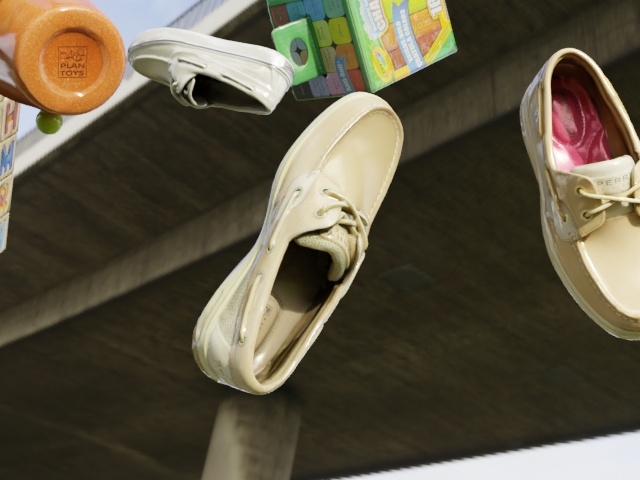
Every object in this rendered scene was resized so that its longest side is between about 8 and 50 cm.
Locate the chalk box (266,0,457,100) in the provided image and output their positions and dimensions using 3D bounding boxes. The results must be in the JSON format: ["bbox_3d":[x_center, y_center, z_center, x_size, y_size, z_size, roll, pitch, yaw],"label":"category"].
[{"bbox_3d":[0.048,-0.333,1.542,0.179,0.289,0.180,3,-63,45],"label":"chalk box"}]

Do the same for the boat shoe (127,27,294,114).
[{"bbox_3d":[-0.168,-0.227,1.363,0.268,0.088,0.096,15,-26,20],"label":"boat shoe"}]

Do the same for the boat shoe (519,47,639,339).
[{"bbox_3d":[0.152,-0.030,0.536,0.063,0.170,0.059,-15,-23,-3],"label":"boat shoe"}]

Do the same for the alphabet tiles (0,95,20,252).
[{"bbox_3d":[-0.432,-0.043,1.179,0.011,0.285,0.342,14,-69,2],"label":"alphabet tiles"}]

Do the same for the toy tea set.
[{"bbox_3d":[-0.177,-0.237,0.645,0.200,0.336,0.124,32,1,-39],"label":"toy tea set"}]

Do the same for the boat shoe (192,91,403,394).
[{"bbox_3d":[0.000,0.000,0.864,0.109,0.302,0.098,40,-16,-29],"label":"boat shoe"}]
